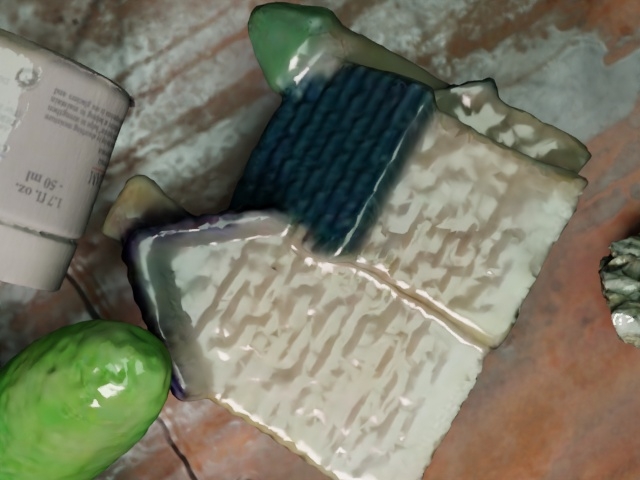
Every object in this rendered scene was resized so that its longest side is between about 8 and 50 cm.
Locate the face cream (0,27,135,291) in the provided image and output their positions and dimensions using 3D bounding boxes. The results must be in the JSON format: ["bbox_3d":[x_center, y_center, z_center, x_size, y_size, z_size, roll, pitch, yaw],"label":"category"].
[{"bbox_3d":[-0.236,-0.064,0.815,0.177,0.177,0.153,22,89,-16],"label":"face cream"}]

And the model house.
[{"bbox_3d":[0.000,0.001,0.863,0.284,0.243,0.298,30,84,-7],"label":"model house"}]

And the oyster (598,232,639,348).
[{"bbox_3d":[0.369,0.030,1.009,0.351,0.158,0.162,-12,64,-26],"label":"oyster"}]

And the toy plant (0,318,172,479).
[{"bbox_3d":[-0.216,0.208,0.808,0.210,0.317,0.356,8,92,-47],"label":"toy plant"}]
